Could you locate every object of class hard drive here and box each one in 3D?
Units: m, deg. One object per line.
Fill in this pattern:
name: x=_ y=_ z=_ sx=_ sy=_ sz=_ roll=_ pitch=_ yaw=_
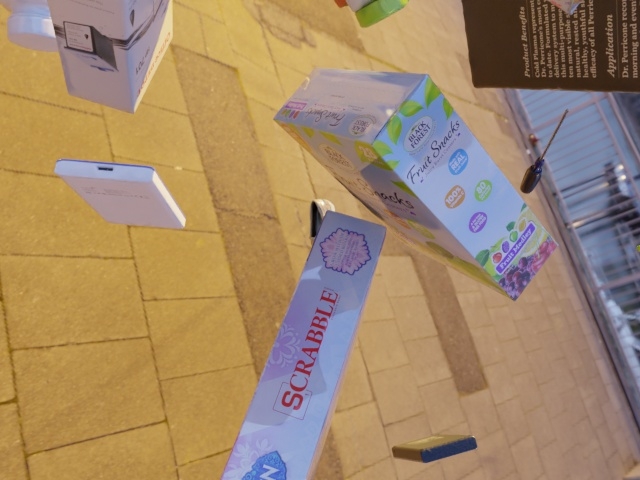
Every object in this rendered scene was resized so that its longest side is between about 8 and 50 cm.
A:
hard drive: x=0.181 y=0.336 z=0.927 sx=0.094 sy=0.135 sz=0.022 roll=-9 pitch=74 yaw=-15
hard drive: x=-0.458 y=-0.103 z=1.354 sx=0.319 sy=0.210 sz=0.040 roll=94 pitch=1 yaw=-73

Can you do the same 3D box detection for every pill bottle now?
pill bottle: x=-0.547 y=-0.521 z=1.115 sx=0.152 sy=0.152 sz=0.272 roll=2 pitch=89 yaw=-54

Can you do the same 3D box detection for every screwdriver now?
screwdriver: x=0.320 y=-0.126 z=0.810 sx=0.024 sy=0.170 sz=0.025 roll=31 pitch=56 yaw=17

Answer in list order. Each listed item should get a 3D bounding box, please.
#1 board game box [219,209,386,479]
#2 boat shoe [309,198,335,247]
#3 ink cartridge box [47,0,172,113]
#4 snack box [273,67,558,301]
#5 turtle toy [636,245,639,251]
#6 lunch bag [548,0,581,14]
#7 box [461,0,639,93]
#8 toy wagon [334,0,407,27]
board game box: x=-0.021 y=0.183 z=0.599 sx=0.065 sy=0.319 sz=0.318 roll=17 pitch=61 yaw=7
boat shoe: x=0.000 y=0.000 z=1.291 sx=0.072 sy=0.068 sz=0.190 roll=3 pitch=76 yaw=-59
ink cartridge box: x=-0.211 y=-0.251 z=0.589 sx=0.082 sy=0.191 sz=0.140 roll=15 pitch=59 yaw=-4
snack box: x=0.078 y=-0.053 z=0.496 sx=0.207 sy=0.070 sz=0.174 roll=42 pitch=-5 yaw=-31
turtle toy: x=0.506 y=-0.005 z=0.791 sx=0.066 sy=0.130 sz=0.095 roll=45 pitch=50 yaw=-25
lunch bag: x=0.253 y=-0.286 z=0.600 sx=0.071 sy=0.053 sz=0.083 roll=39 pitch=14 yaw=16
box: x=0.534 y=-0.410 z=0.823 sx=0.472 sy=0.479 sz=0.298 roll=-140 pitch=-145 yaw=-64
toy wagon: x=0.005 y=-0.350 z=0.578 sx=0.267 sy=0.068 sz=0.344 roll=61 pitch=20 yaw=-18
